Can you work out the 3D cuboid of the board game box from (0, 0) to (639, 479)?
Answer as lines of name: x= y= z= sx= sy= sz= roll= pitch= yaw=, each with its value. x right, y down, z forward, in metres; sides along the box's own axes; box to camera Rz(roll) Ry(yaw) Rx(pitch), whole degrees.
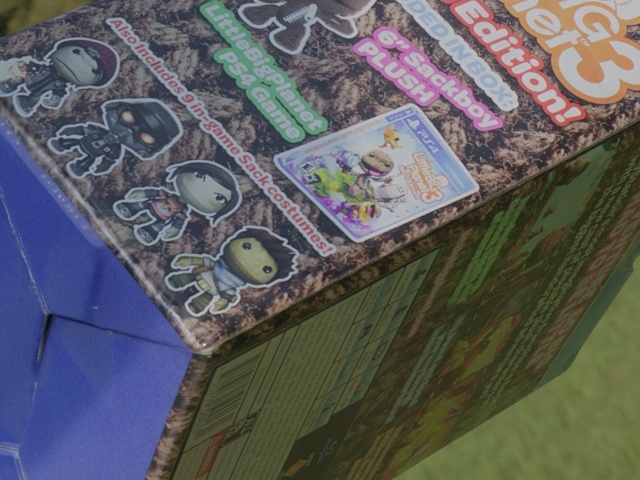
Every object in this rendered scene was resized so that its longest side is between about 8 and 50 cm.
board game box: x=0.000 y=0.000 z=0.732 sx=0.291 sy=0.141 sz=0.232 roll=-27 pitch=-25 yaw=-34
